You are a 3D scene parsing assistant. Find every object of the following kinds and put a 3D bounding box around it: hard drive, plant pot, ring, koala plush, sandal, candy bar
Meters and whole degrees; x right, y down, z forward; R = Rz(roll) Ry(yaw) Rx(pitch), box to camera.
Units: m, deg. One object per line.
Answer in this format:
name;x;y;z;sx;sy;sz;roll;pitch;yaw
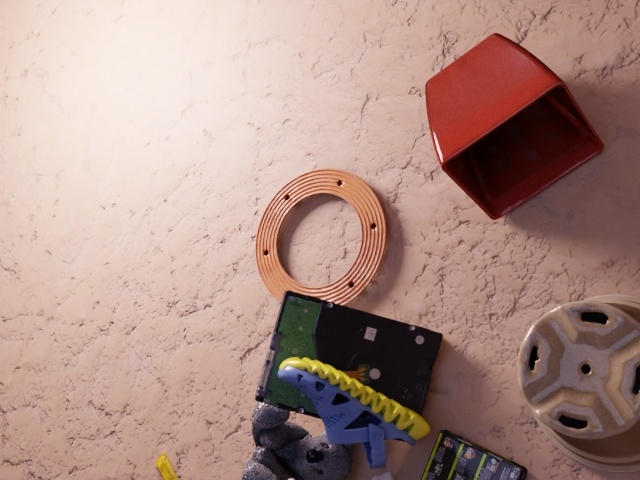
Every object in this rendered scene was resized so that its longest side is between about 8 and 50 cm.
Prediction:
hard drive;0.057;0.257;1.794;0.338;0.064;0.237;15;85;-5
plant pot;0.358;-0.246;1.757;0.267;0.267;0.236;-35;52;16
ring;0.000;0.000;2.004;0.336;0.032;0.337;-7;75;27
koala plush;-0.033;0.457;1.847;0.221;0.203;0.196;4;66;8
plant pot;0.487;0.234;1.528;0.333;0.305;0.334;-7;74;27
sandal;0.051;0.335;1.700;0.317;0.126;0.138;31;88;-1
candy bar;-0.342;0.569;2.053;0.040;0.018;0.161;-46;62;15

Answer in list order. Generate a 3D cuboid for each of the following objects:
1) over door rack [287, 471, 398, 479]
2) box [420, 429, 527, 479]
over door rack;0.004;0.562;1.646;0.324;0.108;0.240;-14;39;7
box;0.286;0.496;1.723;0.184;0.045;0.191;20;88;33
